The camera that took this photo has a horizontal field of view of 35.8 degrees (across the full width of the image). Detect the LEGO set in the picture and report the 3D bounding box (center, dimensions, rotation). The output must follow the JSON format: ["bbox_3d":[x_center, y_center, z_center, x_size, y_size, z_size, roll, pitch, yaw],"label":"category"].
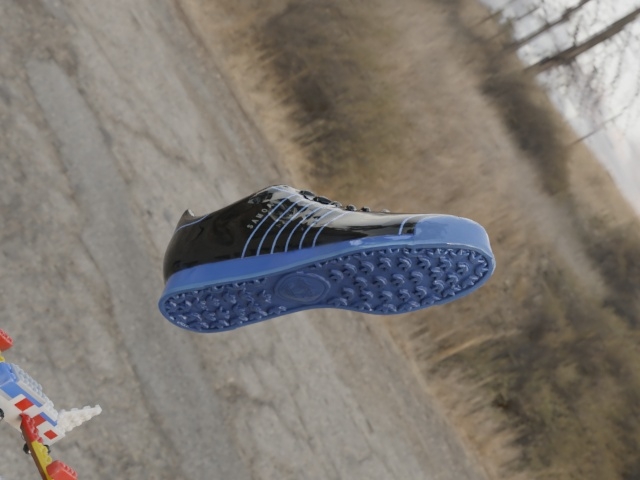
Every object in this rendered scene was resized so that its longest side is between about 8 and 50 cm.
[{"bbox_3d":[-0.186,0.073,0.556,0.182,0.060,0.244,63,-10,-20],"label":"LEGO set"}]

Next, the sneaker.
[{"bbox_3d":[0.000,0.000,0.678,0.081,0.232,0.090,68,19,-50],"label":"sneaker"}]
